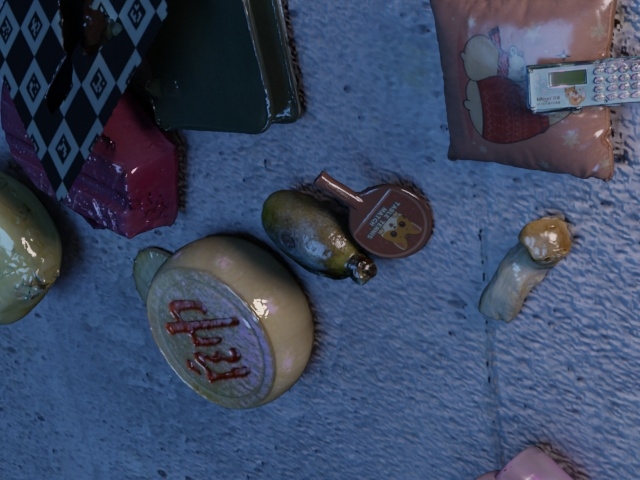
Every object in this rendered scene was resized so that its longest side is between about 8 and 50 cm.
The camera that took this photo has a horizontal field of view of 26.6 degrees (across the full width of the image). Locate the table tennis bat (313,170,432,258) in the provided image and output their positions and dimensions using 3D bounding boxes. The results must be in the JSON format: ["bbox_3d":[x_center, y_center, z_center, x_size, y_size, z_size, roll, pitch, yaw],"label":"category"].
[{"bbox_3d":[0.073,-0.063,1.806,0.170,0.119,0.107,32,118,-10],"label":"table tennis bat"}]

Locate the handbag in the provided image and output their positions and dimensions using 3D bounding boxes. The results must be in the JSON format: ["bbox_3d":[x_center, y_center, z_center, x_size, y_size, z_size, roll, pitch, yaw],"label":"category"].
[{"bbox_3d":[-0.154,-0.270,1.842,0.260,0.079,0.248,8,118,44],"label":"handbag"}]

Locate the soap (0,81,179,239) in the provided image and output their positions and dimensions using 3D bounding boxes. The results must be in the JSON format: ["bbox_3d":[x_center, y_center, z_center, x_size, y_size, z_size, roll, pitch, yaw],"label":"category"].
[{"bbox_3d":[-0.360,-0.154,2.073,0.324,0.127,0.220,29,131,29],"label":"soap"}]

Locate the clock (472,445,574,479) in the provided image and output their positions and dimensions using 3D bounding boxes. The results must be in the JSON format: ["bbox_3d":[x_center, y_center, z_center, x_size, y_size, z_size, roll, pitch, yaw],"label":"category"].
[{"bbox_3d":[0.179,0.434,1.778,0.113,0.322,0.296,43,137,23],"label":"clock"}]

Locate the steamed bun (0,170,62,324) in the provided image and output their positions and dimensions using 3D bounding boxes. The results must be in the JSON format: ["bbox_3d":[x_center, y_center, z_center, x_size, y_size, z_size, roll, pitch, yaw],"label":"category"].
[{"bbox_3d":[-0.550,-0.001,2.328,0.273,0.166,0.232,44,125,6],"label":"steamed bun"}]

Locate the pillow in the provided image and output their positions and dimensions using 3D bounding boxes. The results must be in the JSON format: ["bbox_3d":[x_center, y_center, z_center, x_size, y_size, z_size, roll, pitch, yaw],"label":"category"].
[{"bbox_3d":[0.228,-0.181,1.523,0.223,0.084,0.236,11,121,30],"label":"pillow"}]

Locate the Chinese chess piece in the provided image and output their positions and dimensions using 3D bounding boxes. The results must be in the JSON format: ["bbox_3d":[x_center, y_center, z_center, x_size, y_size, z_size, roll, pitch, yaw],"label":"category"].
[{"bbox_3d":[-0.136,0.123,2.035,0.270,0.112,0.270,21,129,29],"label":"Chinese chess piece"}]

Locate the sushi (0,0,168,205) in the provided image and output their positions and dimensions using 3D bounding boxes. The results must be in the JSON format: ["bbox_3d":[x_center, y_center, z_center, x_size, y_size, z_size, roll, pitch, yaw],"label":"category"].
[{"bbox_3d":[-0.327,-0.294,1.891,0.359,0.064,0.343,-54,53,33],"label":"sushi"}]

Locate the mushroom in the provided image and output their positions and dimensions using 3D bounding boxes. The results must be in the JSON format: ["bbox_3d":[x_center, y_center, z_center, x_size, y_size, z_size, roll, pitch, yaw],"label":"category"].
[{"bbox_3d":[0.246,0.043,1.677,0.059,0.054,0.202,44,142,12],"label":"mushroom"}]

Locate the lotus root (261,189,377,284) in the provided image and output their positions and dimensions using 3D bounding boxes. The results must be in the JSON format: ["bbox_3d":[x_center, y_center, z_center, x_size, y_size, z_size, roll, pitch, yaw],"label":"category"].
[{"bbox_3d":[0.000,0.000,1.851,0.192,0.088,0.113,32,164,30],"label":"lotus root"}]

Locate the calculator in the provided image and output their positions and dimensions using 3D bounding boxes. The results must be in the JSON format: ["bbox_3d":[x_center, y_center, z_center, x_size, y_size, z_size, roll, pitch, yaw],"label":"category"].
[{"bbox_3d":[0.306,-0.167,1.442,0.172,0.018,0.057,-3,112,7],"label":"calculator"}]

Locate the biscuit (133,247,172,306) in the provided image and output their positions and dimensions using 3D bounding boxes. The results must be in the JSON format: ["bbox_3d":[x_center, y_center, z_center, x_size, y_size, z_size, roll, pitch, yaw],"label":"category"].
[{"bbox_3d":[-0.251,0.080,2.194,0.152,0.020,0.152,23,128,33],"label":"biscuit"}]
